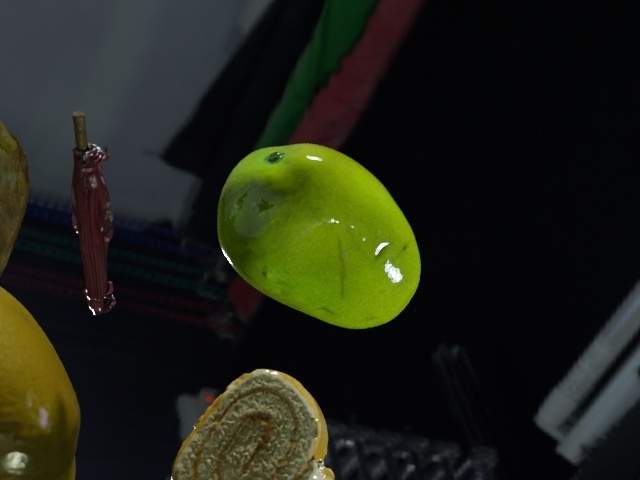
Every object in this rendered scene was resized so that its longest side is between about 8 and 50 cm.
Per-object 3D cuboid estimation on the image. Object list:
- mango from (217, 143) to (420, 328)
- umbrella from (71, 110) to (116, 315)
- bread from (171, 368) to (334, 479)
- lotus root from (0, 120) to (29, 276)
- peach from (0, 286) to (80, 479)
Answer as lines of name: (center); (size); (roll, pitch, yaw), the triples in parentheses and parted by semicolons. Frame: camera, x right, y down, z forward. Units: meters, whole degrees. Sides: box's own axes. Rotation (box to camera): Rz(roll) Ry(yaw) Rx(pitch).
mango: (0.003, -0.005, 0.762); (0.117, 0.163, 0.089); (-53, -155, 24)
umbrella: (-0.148, -0.014, 0.693); (0.025, 0.027, 0.165); (-83, 179, -50)
bread: (-0.052, 0.190, 0.909); (0.149, 0.122, 0.073); (-52, 167, -9)
lotus root: (-0.379, 0.000, 0.997); (0.142, 0.210, 0.314); (-24, -152, 35)
peach: (-0.289, 0.136, 0.776); (0.153, 0.251, 0.251); (-31, 154, -57)
